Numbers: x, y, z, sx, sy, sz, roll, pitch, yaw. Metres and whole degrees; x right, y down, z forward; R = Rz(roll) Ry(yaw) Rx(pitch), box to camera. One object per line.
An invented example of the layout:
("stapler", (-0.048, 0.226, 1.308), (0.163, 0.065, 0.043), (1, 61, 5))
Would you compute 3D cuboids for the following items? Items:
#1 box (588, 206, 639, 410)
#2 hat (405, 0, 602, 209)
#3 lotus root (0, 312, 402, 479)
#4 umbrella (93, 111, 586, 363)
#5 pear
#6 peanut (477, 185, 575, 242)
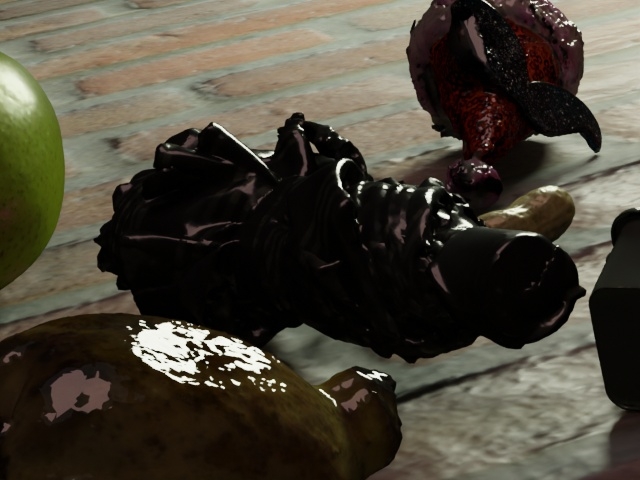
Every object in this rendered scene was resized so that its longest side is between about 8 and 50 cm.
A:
("box", (0.184, 0.035, 0.864), (0.122, 0.084, 0.069), (-1, 29, 29))
("hat", (0.111, -0.098, 1.278), (0.129, 0.140, 0.227), (-15, 27, 19))
("lotus root", (-0.060, 0.094, 0.738), (0.214, 0.138, 0.138), (-4, 13, -27))
("umbrella", (-0.012, 0.002, 0.965), (0.154, 0.128, 0.337), (-18, 15, -20))
("pear", (-0.264, -0.033, 1.179), (0.187, 0.187, 0.219), (1, 33, 31))
("peanut", (0.117, -0.008, 1.108), (0.083, 0.037, 0.037), (-18, 19, -30))
